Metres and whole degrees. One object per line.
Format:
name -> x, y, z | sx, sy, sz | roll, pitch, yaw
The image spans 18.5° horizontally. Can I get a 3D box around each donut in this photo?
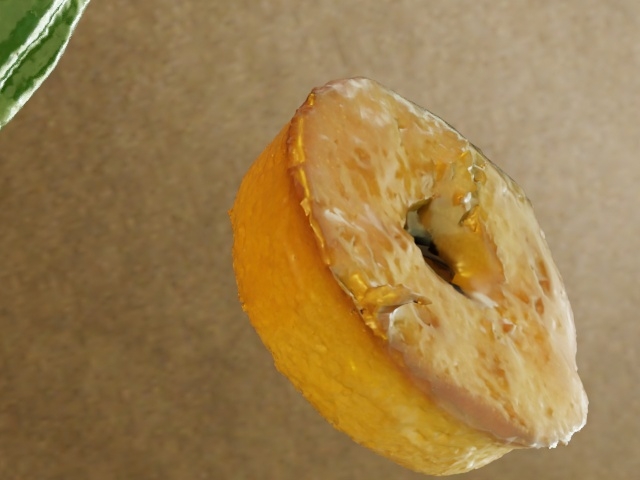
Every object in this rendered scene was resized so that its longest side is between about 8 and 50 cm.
donut -> 0.058, 0.023, 1.153 | 0.253, 0.118, 0.253 | 30, 38, -27

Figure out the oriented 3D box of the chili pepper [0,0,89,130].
chili pepper -> -0.301, -0.108, 1.166 | 0.385, 0.167, 0.213 | -44, 72, -10
